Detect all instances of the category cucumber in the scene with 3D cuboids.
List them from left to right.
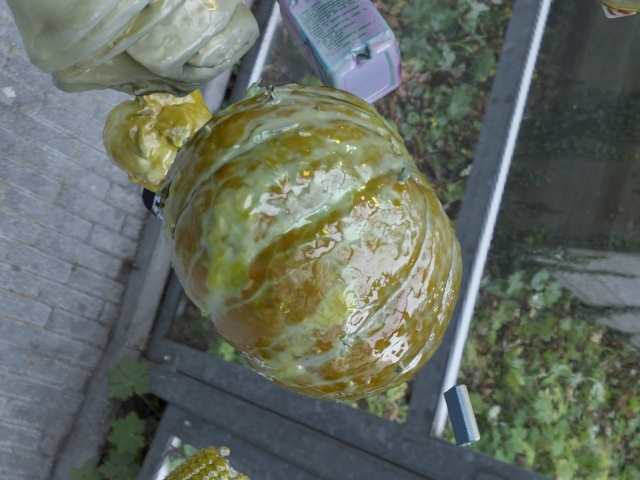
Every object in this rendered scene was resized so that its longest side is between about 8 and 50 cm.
[{"bbox_3d":[-0.308,-0.148,1.302,0.046,0.070,0.220,15,88,-62],"label":"cucumber"}]

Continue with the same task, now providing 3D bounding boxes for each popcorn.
[{"bbox_3d":[-0.282,-0.181,1.184,0.191,0.190,0.253,34,30,-53],"label":"popcorn"}]

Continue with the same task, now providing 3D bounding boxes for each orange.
[{"bbox_3d":[0.000,0.000,0.670,0.249,0.329,0.329,-39,128,15],"label":"orange"}]

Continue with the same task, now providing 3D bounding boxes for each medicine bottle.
[{"bbox_3d":[0.013,-0.260,0.803,0.094,0.188,0.119,-31,161,2],"label":"medicine bottle"}]

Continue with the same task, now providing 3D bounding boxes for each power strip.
[{"bbox_3d":[0.300,0.373,1.423,0.032,0.056,0.123,1,58,-19],"label":"power strip"}]

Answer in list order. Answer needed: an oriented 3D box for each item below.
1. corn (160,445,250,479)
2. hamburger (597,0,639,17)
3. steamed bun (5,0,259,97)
[{"bbox_3d":[-0.160,0.285,0.601,0.238,0.080,0.080,-41,119,-24],"label":"corn"},{"bbox_3d":[0.344,-0.272,0.598,0.116,0.210,0.173,38,84,-27],"label":"hamburger"},{"bbox_3d":[-0.169,-0.271,0.665,0.289,0.203,0.276,81,16,-67],"label":"steamed bun"}]
